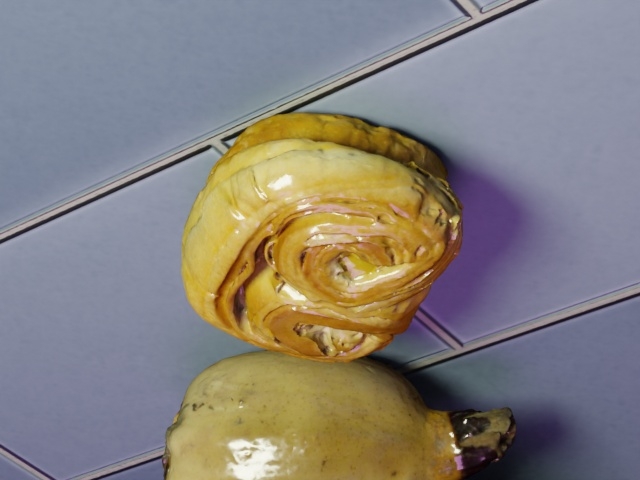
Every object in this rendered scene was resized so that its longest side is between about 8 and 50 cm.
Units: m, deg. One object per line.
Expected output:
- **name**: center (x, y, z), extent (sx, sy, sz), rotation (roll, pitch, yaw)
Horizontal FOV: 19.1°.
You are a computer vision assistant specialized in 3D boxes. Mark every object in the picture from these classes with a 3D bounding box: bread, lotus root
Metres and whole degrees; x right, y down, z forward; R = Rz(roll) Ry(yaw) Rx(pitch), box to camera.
- **bread**: center (-0.003, -0.001, 1.453), extent (0.198, 0.120, 0.236), rotation (16, 142, -13)
- **lotus root**: center (0.015, 0.184, 1.647), extent (0.309, 0.183, 0.183), rotation (-1, 143, 5)
